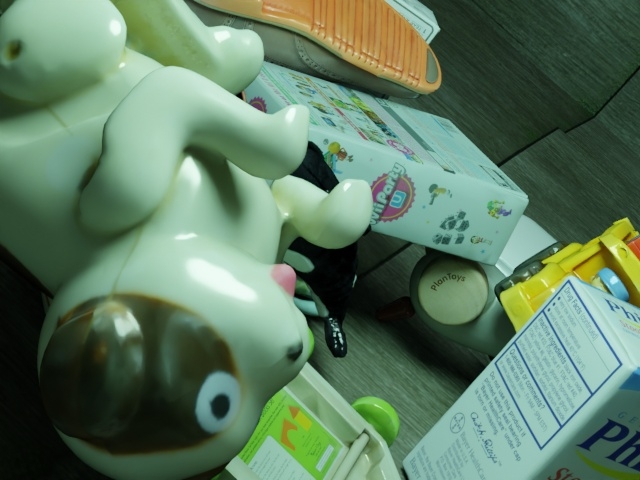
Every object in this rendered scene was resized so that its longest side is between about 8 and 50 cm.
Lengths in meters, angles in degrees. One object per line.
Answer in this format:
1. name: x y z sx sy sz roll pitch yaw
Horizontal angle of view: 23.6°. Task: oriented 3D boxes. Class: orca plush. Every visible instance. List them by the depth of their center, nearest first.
1. orca plush: 0.000 0.000 1.532 0.102 0.287 0.151 11 37 37

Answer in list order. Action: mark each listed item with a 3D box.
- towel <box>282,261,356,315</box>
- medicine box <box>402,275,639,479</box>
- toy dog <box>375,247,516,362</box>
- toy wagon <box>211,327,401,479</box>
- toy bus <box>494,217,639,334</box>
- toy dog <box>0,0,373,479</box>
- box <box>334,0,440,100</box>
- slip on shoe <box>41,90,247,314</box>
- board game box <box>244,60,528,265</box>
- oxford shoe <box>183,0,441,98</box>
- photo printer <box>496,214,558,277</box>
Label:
1. towel: -0.155 -0.071 1.717 0.374 0.090 0.320 21 25 -37
2. medicine box: 0.283 0.219 1.573 0.263 0.289 0.149 24 27 -33
3. toy dog: 0.194 0.134 1.844 0.334 0.161 0.220 59 23 8
4. toy wagon: -0.061 0.159 1.398 0.344 0.068 0.267 44 27 -1
5. toy bus: 0.329 0.054 1.739 0.149 0.211 0.220 59 24 3
6. toy dog: -0.158 -0.006 1.216 0.284 0.395 0.408 70 -4 -59
7. box: -0.003 -0.211 1.944 0.169 0.290 0.087 32 18 -15
8. slip on shoe: -0.165 -0.040 1.461 0.123 0.101 0.331 39 56 -19
9. board game box: 0.053 -0.093 1.738 0.303 0.098 0.224 16 19 -29
10. oxford shoe: -0.029 -0.246 1.832 0.363 0.133 0.130 23 45 -15
11. photo printer: 0.310 0.085 2.112 0.307 0.107 0.256 42 22 6
